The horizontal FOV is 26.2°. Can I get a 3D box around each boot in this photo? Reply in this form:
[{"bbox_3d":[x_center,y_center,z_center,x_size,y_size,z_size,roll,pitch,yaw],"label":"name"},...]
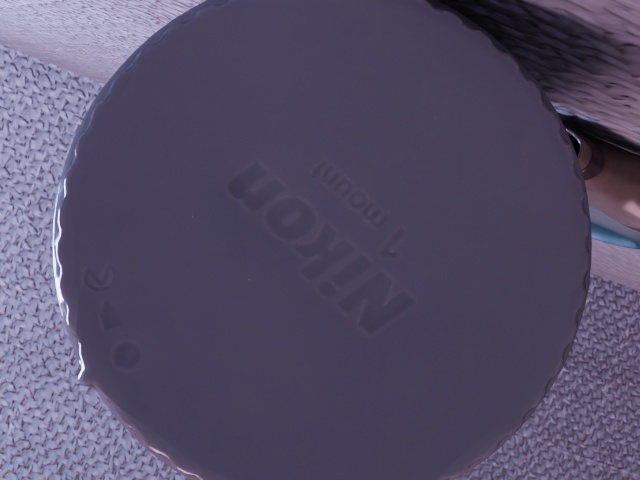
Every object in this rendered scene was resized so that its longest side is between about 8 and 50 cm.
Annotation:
[{"bbox_3d":[0.158,-0.038,0.770,0.118,0.042,0.087,20,178,34],"label":"boot"}]

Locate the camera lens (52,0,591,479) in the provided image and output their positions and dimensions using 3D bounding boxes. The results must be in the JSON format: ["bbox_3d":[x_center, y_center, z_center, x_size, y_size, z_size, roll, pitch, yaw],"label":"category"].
[{"bbox_3d":[0.000,0.000,0.636,0.219,0.219,0.274,20,180,-1],"label":"camera lens"}]

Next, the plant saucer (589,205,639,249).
[{"bbox_3d":[0.118,-0.055,0.985,0.317,0.044,0.317,20,180,0],"label":"plant saucer"}]
